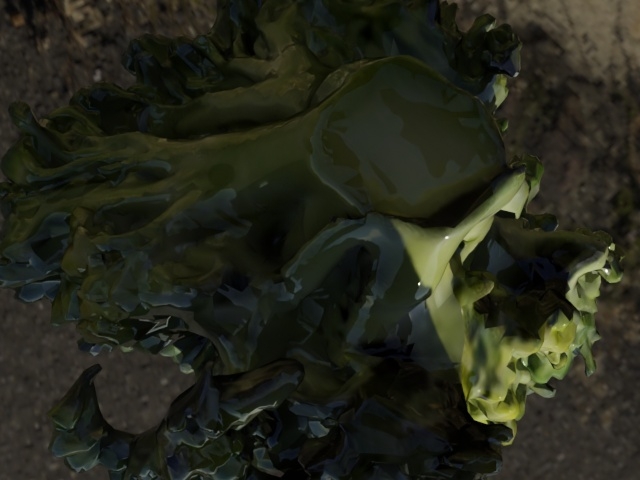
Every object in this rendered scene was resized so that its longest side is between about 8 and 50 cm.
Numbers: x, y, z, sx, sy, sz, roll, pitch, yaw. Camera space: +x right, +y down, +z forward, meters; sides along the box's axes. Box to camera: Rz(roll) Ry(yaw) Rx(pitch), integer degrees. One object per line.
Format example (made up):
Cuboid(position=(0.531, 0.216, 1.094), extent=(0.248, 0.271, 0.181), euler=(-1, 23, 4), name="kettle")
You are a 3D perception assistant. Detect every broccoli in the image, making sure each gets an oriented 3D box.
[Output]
Cuboid(position=(-0.003, 0.006, 0.763), extent=(0.324, 0.334, 0.272), euler=(-37, 173, 8), name="broccoli")
